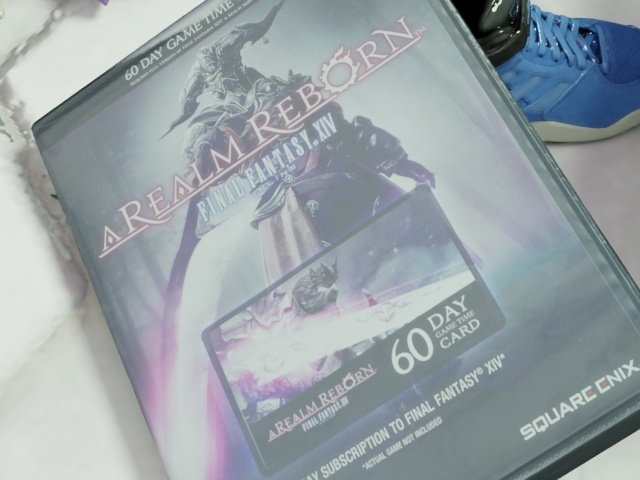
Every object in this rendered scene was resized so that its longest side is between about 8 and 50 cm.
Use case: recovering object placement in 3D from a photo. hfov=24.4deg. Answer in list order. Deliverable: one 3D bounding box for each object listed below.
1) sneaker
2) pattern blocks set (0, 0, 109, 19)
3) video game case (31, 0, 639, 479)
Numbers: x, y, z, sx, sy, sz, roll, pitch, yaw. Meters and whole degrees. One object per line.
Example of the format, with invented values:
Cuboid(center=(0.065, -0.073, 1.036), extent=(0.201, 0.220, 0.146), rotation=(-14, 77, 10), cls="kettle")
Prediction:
Cuboid(center=(0.098, -0.091, 0.678), extent=(0.152, 0.085, 0.058), rotation=(-4, 55, -1), cls="sneaker")
Cuboid(center=(-0.261, -0.147, 0.762), extent=(0.324, 0.026, 0.285), rotation=(-5, 55, -2), cls="pattern blocks set")
Cuboid(center=(0.000, 0.000, 0.608), extent=(0.196, 0.026, 0.274), rotation=(-34, 58, 10), cls="video game case")
